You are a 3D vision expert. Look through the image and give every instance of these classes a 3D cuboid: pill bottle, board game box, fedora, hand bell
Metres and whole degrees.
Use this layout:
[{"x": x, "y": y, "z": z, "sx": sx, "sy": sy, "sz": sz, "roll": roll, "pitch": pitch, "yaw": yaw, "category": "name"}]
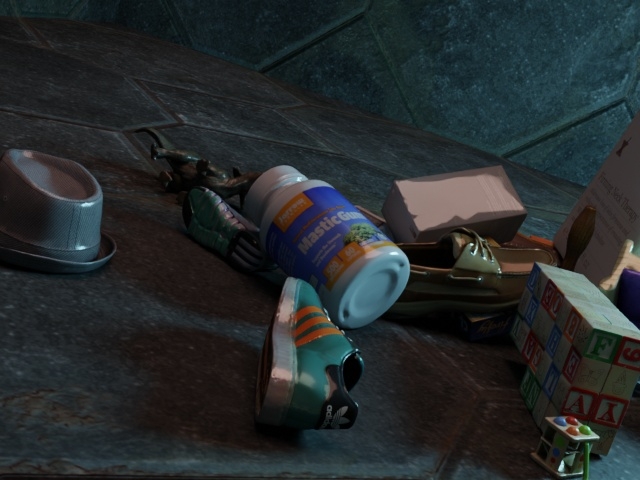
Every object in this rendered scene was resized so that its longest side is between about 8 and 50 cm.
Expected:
[{"x": 0.000, "y": 0.000, "z": 1.579, "sx": 0.152, "sy": 0.152, "sz": 0.272, "roll": 0, "pitch": 36, "yaw": -47, "category": "pill bottle"}, {"x": 0.278, "y": 0.078, "z": 1.754, "sx": 0.165, "sy": 0.042, "sz": 0.243, "roll": -12, "pitch": 31, "yaw": -16, "category": "board game box"}, {"x": 0.104, "y": -0.009, "z": 1.948, "sx": 0.078, "sy": 0.078, "sz": 0.137, "roll": 1, "pitch": 22, "yaw": -45, "category": "pill bottle"}, {"x": -0.414, "y": -0.057, "z": 1.477, "sx": 0.244, "sy": 0.124, "sz": 0.275, "roll": 5, "pitch": 20, "yaw": -38, "category": "fedora"}, {"x": 0.433, "y": 0.052, "z": 1.785, "sx": 0.126, "sy": 0.242, "sz": 0.126, "roll": 15, "pitch": 16, "yaw": -4, "category": "hand bell"}]

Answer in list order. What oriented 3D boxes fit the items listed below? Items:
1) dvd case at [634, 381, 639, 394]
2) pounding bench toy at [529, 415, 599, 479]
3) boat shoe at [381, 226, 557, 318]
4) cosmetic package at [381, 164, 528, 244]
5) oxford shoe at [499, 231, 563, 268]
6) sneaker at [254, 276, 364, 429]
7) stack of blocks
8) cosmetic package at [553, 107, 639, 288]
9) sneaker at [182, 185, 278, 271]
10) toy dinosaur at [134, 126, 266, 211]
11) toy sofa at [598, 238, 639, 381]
[{"x": 0.588, "y": 0.241, "z": 1.715, "sx": 0.221, "sy": 0.018, "sz": 0.164, "roll": 1, "pitch": 23, "yaw": -46, "category": "dvd case"}, {"x": 0.317, "y": 0.264, "z": 1.263, "sx": 0.052, "sy": 0.065, "sz": 0.083, "roll": 5, "pitch": 20, "yaw": -37, "category": "pounding bench toy"}, {"x": 0.231, "y": 0.046, "z": 1.646, "sx": 0.324, "sy": 0.119, "sz": 0.122, "roll": -8, "pitch": 30, "yaw": -11, "category": "boat shoe"}, {"x": 0.248, "y": -0.053, "z": 1.883, "sx": 0.238, "sy": 0.107, "sz": 0.127, "roll": -9, "pitch": 58, "yaw": -18, "category": "cosmetic package"}, {"x": 0.363, "y": 0.039, "z": 1.978, "sx": 0.364, "sy": 0.130, "sz": 0.132, "roll": 10, "pitch": 23, "yaw": -24, "category": "oxford shoe"}, {"x": -0.010, "y": 0.146, "z": 1.263, "sx": 0.121, "sy": 0.108, "sz": 0.302, "roll": 16, "pitch": 24, "yaw": -6, "category": "sneaker"}, {"x": 0.359, "y": 0.161, "z": 1.464, "sx": 0.087, "sy": 0.171, "sz": 0.297, "roll": 15, "pitch": 15, "yaw": -7, "category": "stack of blocks"}, {"x": 0.702, "y": -0.030, "z": 1.879, "sx": 0.327, "sy": 0.393, "sz": 0.329, "roll": 26, "pitch": 19, "yaw": -11, "category": "cosmetic package"}, {"x": -0.148, "y": -0.012, "z": 1.720, "sx": 0.098, "sy": 0.083, "sz": 0.224, "roll": 14, "pitch": 23, "yaw": -50, "category": "sneaker"}, {"x": -0.244, "y": -0.128, "z": 1.980, "sx": 0.314, "sy": 0.121, "sz": 0.160, "roll": 20, "pitch": 3, "yaw": 27, "category": "toy dinosaur"}, {"x": 0.615, "y": 0.150, "z": 1.584, "sx": 0.363, "sy": 0.150, "sz": 0.177, "roll": 18, "pitch": 55, "yaw": 24, "category": "toy sofa"}]
